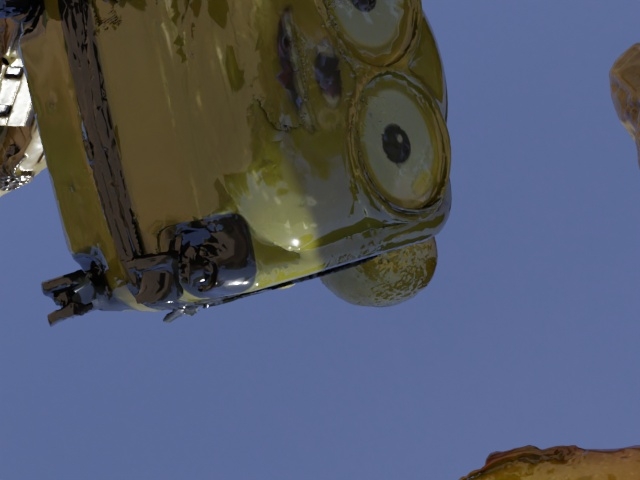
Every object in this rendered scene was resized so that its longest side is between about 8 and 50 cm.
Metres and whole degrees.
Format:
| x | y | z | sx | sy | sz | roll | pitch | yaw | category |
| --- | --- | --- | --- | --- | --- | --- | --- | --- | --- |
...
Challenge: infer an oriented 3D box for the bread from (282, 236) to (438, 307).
| x | y | z | sx | sy | sz | roll | pitch | yaw | category |
| --- | --- | --- | --- | --- | --- | --- | --- | --- | --- |
| 0.000 | 0.000 | 0.965 | 0.188 | 0.149 | 0.065 | -33 | -176 | 41 | bread |

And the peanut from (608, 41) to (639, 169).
| x | y | z | sx | sy | sz | roll | pitch | yaw | category |
| --- | --- | --- | --- | --- | --- | --- | --- | --- | --- |
| 0.359 | -0.087 | 1.200 | 0.110 | 0.197 | 0.233 | -51 | -155 | 31 | peanut |

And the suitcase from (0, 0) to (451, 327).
| x | y | z | sx | sy | sz | roll | pitch | yaw | category |
| --- | --- | --- | --- | --- | --- | --- | --- | --- | --- |
| -0.036 | -0.069 | 0.653 | 0.143 | 0.193 | 0.235 | -12 | -178 | 43 | suitcase |

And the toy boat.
| x | y | z | sx | sy | sz | roll | pitch | yaw | category |
| --- | --- | --- | --- | --- | --- | --- | --- | --- | --- |
| -0.202 | -0.114 | 0.884 | 0.077 | 0.200 | 0.057 | -5 | -133 | -38 | toy boat |

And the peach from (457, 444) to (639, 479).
| x | y | z | sx | sy | sz | roll | pitch | yaw | category |
| --- | --- | --- | --- | --- | --- | --- | --- | --- | --- |
| 0.183 | 0.279 | 0.979 | 0.338 | 0.281 | 0.281 | 18 | -138 | -11 | peach |
